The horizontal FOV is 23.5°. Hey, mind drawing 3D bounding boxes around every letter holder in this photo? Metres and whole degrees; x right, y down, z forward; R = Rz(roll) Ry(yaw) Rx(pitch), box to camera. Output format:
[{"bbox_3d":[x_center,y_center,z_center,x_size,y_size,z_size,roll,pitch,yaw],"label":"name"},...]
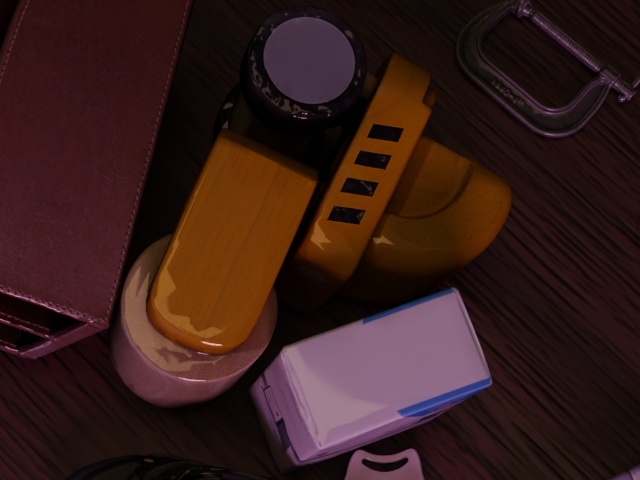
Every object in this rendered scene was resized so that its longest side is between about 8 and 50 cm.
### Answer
[{"bbox_3d":[-0.247,-0.093,1.167,0.214,0.152,0.302,23,67,-25],"label":"letter holder"}]

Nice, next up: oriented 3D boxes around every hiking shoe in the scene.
[{"bbox_3d":[-0.104,0.197,1.169,0.227,0.114,0.086,2,70,12],"label":"hiking shoe"}]

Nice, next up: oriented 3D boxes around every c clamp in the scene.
[{"bbox_3d":[0.206,-0.162,1.366,0.161,0.022,0.137,36,79,9],"label":"c clamp"}]

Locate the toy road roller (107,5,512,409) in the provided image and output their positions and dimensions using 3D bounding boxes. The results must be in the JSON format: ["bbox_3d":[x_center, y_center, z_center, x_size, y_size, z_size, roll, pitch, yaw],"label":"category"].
[{"bbox_3d":[0.000,0.000,1.213,0.240,0.202,0.329,27,71,-4],"label":"toy road roller"}]

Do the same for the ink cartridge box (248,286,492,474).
[{"bbox_3d":[0.032,0.110,1.164,0.140,0.190,0.082,-19,78,-14],"label":"ink cartridge box"}]

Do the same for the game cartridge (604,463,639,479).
[{"bbox_3d":[0.317,0.334,1.172,0.230,0.068,0.355,-25,73,-5],"label":"game cartridge"}]

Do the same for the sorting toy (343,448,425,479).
[{"bbox_3d":[0.051,0.200,1.223,0.083,0.045,0.075,-3,57,10],"label":"sorting toy"}]
